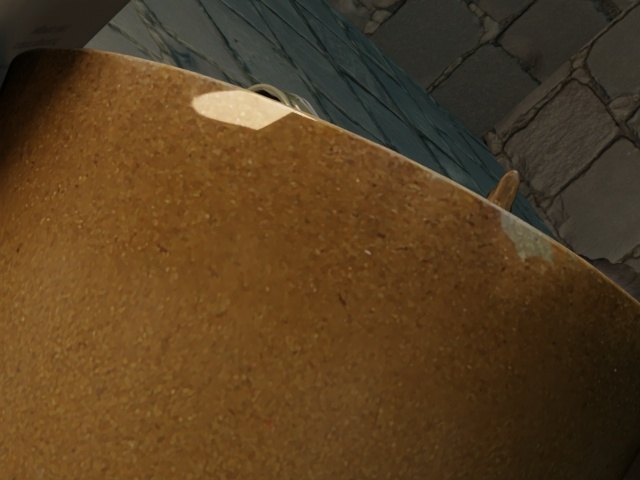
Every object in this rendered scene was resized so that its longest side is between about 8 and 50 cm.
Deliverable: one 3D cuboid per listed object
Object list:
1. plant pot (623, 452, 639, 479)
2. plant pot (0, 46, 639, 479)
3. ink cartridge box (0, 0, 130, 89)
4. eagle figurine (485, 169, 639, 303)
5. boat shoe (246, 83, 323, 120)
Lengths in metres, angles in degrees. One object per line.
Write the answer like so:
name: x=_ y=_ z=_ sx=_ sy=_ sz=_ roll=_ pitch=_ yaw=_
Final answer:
plant pot: x=0.195 y=0.148 z=1.268 sx=0.191 sy=0.284 sz=0.284 roll=35 pitch=6 yaw=26
plant pot: x=-0.045 y=0.109 z=0.477 sx=0.237 sy=0.254 sz=0.237 roll=24 pitch=-10 yaw=5
ink cartridge box: x=-0.214 y=-0.085 z=0.503 sx=0.198 sy=0.270 sz=0.197 roll=48 pitch=11 yaw=-3
eagle figurine: x=0.115 y=0.059 z=1.067 sx=0.298 sy=0.226 sz=0.225 roll=58 pitch=35 yaw=-65
boat shoe: x=0.000 y=0.000 z=1.311 sx=0.302 sy=0.109 sz=0.094 roll=62 pitch=13 yaw=20
